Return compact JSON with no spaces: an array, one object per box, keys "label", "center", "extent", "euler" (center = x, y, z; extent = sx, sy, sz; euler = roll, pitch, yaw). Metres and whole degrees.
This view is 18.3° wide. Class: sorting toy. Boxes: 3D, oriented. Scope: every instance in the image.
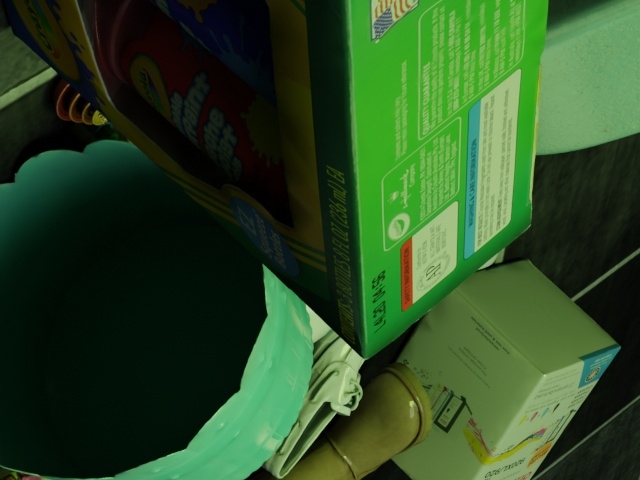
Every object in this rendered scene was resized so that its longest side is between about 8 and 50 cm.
[{"label":"sorting toy","center":[-0.159,-0.103,1.511],"extent":[0.102,0.042,0.061],"euler":[-13,140,-50]}]

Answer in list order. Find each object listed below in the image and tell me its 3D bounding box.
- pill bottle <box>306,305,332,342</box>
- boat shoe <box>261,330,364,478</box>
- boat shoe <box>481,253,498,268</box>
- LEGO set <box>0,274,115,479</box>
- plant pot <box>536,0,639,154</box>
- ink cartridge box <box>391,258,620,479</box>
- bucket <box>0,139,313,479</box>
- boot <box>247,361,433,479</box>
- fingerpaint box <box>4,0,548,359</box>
[{"label":"pill bottle","center":[0.000,0.000,1.785],"extent":[0.264,0.146,0.146],"euler":[-35,153,-22]},{"label":"boat shoe","center":[0.010,0.159,2.119],"extent":[0.226,0.076,0.083],"euler":[-49,155,7]},{"label":"boat shoe","center":[0.109,-0.010,1.980],"extent":[0.306,0.113,0.105],"euler":[-15,135,-52]},{"label":"LEGO set","center":[-0.221,0.163,1.677],"extent":[0.287,0.132,0.107],"euler":[-46,-162,4]},{"label":"plant pot","center":[0.170,-0.209,1.636],"extent":[0.252,0.248,0.247],"euler":[-24,155,4]},{"label":"ink cartridge box","center":[0.195,0.170,2.309],"extent":[0.171,0.168,0.232],"euler":[-14,141,-50]},{"label":"bucket","center":[-0.145,0.072,1.536],"extent":[0.281,0.281,0.183],"euler":[-46,157,0]},{"label":"boot","center":[-0.017,0.262,2.188],"extent":[0.269,0.089,0.236],"euler":[-29,161,-30]},{"label":"fingerpaint box","center":[-0.052,-0.190,1.160],"extent":[0.163,0.371,0.445],"euler":[-39,155,-19]}]
